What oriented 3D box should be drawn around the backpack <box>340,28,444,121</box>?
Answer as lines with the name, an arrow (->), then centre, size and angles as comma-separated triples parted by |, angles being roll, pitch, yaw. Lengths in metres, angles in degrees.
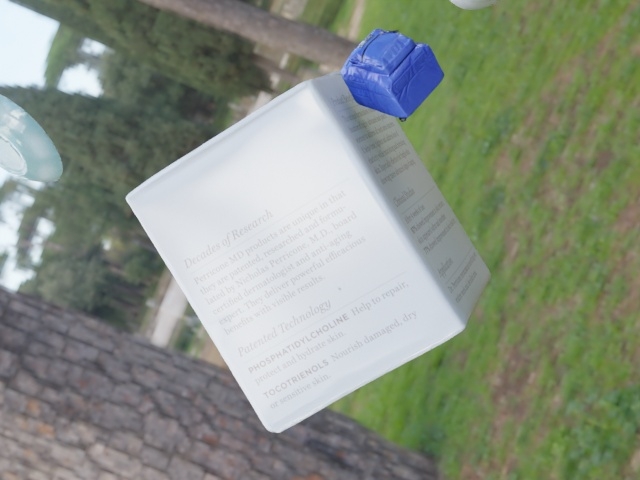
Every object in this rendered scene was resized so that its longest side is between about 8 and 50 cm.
backpack -> 0.088, -0.230, 1.592 | 0.098, 0.101, 0.120 | -43, 34, -19

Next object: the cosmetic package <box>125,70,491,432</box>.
cosmetic package -> 0.000, 0.000, 1.751 | 0.327, 0.393, 0.329 | -31, 1, 18

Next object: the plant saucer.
plant saucer -> -0.501, -0.156, 1.916 | 0.037, 0.195, 0.195 | -53, -3, -31

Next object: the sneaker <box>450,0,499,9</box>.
sneaker -> 0.306, -0.468, 1.655 | 0.366, 0.135, 0.150 | -46, 4, -19
